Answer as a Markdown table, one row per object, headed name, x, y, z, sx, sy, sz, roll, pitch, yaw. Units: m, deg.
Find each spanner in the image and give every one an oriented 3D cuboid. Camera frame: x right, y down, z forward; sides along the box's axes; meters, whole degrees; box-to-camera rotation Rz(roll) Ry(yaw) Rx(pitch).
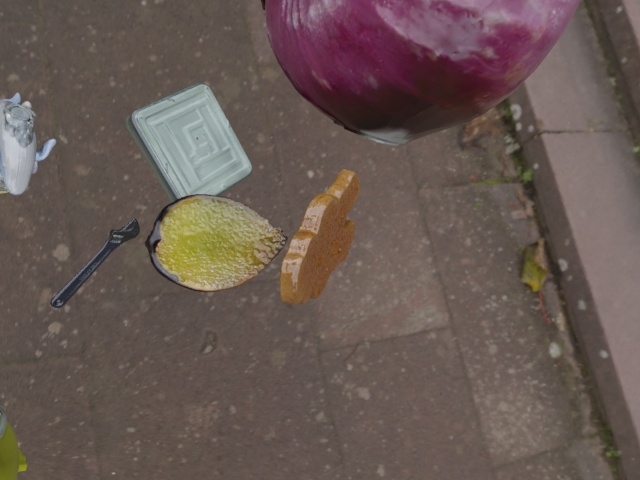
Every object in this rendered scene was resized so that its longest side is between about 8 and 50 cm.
| name | x | y | z | sx | sy | sz | roll | pitch | yaw |
| --- | --- | --- | --- | --- | --- | --- | --- | --- | --- |
| spanner | -0.392 | 0.040 | 1.092 | 0.208 | 0.012 | 0.046 | -48 | 142 | -4 |

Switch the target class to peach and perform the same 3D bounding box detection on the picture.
| name | x | y | z | sx | sy | sz | roll | pitch | yaw |
| --- | --- | --- | --- | --- | --- | --- | --- | --- | --- |
| peach | -0.189 | -0.003 | 1.164 | 0.068 | 0.280 | 0.188 | -64 | 149 | -65 |

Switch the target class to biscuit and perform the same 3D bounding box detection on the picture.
| name | x | y | z | sx | sy | sz | roll | pitch | yaw |
| --- | --- | --- | --- | --- | --- | --- | --- | --- | --- |
| biscuit | 0.000 | 0.000 | 1.161 | 0.047 | 0.201 | 0.334 | 13 | 32 | 16 |

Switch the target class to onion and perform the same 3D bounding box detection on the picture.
| name | x | y | z | sx | sy | sz | roll | pitch | yaw |
| --- | --- | --- | --- | --- | --- | --- | --- | --- | --- |
| onion | 0.055 | -0.151 | 0.370 | 0.201 | 0.208 | 0.200 | 6 | 83 | -58 |

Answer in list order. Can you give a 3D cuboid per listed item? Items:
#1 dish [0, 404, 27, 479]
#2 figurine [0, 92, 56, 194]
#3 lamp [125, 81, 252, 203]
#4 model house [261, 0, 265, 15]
| name | x | y | z | sx | sy | sz | roll | pitch | yaw |
| --- | --- | --- | --- | --- | --- | --- | --- | --- | --- |
| dish | -0.537 | 0.286 | 0.891 | 0.263 | 0.221 | 0.108 | 29 | 100 | -20 |
| figurine | -0.569 | -0.177 | 1.127 | 0.129 | 0.184 | 0.208 | -5 | 68 | -47 |
| lamp | -0.310 | -0.230 | 1.533 | 0.266 | 0.047 | 0.269 | -43 | 110 | -45 |
| model house | -0.052 | -0.453 | 1.278 | 0.141 | 0.164 | 0.203 | -23 | 99 | -34 |
